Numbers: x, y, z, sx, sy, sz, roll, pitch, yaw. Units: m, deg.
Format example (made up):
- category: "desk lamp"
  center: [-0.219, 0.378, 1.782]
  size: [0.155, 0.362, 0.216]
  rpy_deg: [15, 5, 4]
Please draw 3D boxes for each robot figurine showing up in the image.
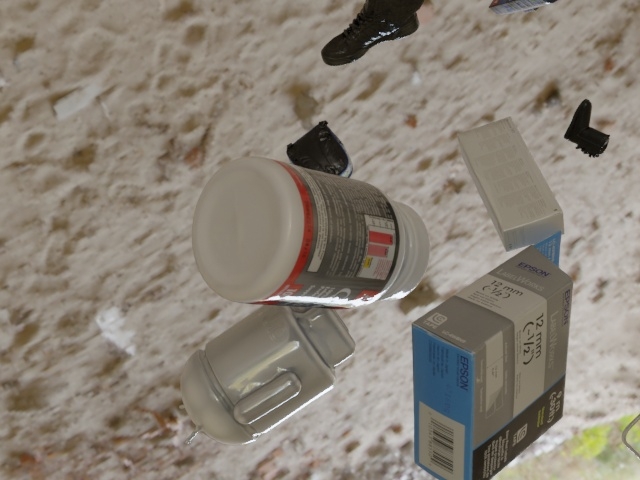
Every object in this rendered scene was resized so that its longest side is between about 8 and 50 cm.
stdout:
- category: "robot figurine"
  center: [-0.110, 0.242, 1.671]
  size: [0.353, 0.199, 0.300]
  rpy_deg: [-34, -168, 0]

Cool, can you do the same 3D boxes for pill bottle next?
- category: "pill bottle"
  center: [0.000, 0.000, 1.385]
  size: [0.363, 0.210, 0.210]
  rpy_deg: [9, 132, -49]

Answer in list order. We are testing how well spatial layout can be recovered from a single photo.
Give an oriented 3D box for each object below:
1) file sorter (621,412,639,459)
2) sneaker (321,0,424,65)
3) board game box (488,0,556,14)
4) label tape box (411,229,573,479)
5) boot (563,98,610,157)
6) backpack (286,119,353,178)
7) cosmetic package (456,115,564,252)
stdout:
- category: "file sorter"
  center: [0.681, 0.386, 1.516]
  size: [0.173, 0.277, 0.193]
  rpy_deg: [-47, 124, 4]
- category: "sneaker"
  center: [0.071, -0.302, 1.200]
  size: [0.170, 0.051, 0.089]
  rpy_deg: [-23, 139, -1]
- category: "board game box"
  center: [0.380, -0.462, 1.538]
  size: [0.194, 0.060, 0.194]
  rpy_deg: [-56, -160, -7]
- category: "label tape box"
  center: [0.284, 0.167, 1.310]
  size: [0.348, 0.115, 0.249]
  rpy_deg: [-26, 125, -34]
- category: "boot"
  center: [0.644, -0.263, 2.150]
  size: [0.045, 0.099, 0.121]
  rpy_deg: [-18, 137, -45]
- category: "backpack"
  center: [0.005, -0.151, 1.741]
  size: [0.105, 0.114, 0.084]
  rpy_deg: [-36, 159, 0]
- category: "cosmetic package"
  center: [0.306, -0.095, 1.470]
  size: [0.099, 0.239, 0.060]
  rpy_deg: [-19, 137, 5]
